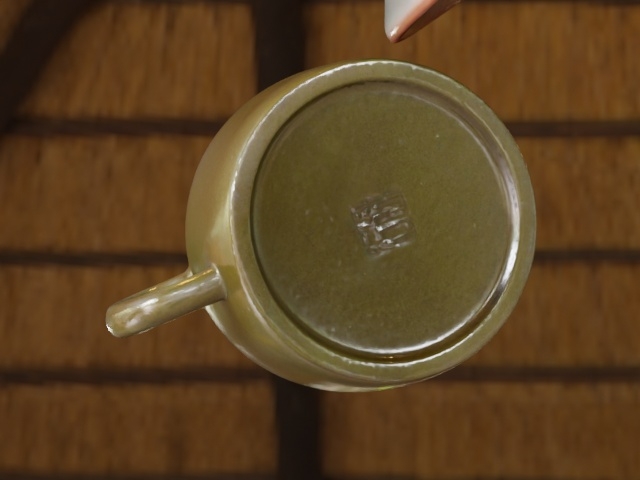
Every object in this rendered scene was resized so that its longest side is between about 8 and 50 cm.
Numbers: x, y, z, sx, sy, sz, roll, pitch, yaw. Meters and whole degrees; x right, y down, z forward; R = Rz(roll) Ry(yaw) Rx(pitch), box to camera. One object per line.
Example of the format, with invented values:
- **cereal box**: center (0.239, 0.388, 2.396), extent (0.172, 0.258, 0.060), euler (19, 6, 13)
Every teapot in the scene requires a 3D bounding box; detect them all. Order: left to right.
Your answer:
- **teapot**: center (0.000, 0.000, 1.143), extent (0.268, 0.185, 0.175), euler (-21, 0, -17)

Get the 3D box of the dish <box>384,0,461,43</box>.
- **dish**: center (0.103, -0.182, 0.708), extent (0.085, 0.260, 0.260), euler (52, -36, -1)
